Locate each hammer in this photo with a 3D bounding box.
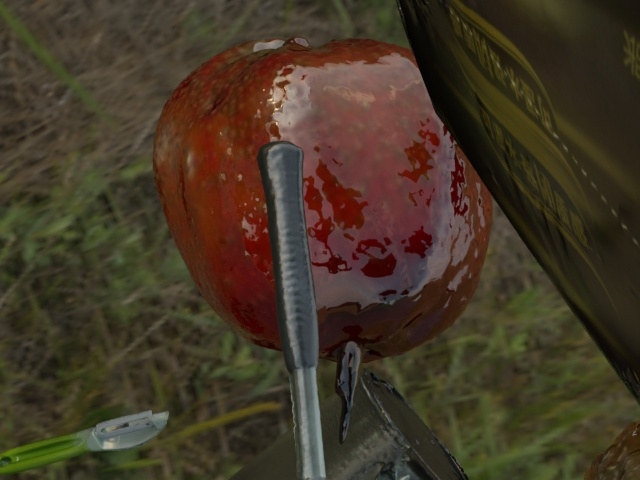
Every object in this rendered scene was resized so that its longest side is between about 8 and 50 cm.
[{"bbox_3d":[-0.007,0.058,1.048,0.103,0.029,0.246,-1,73,-9],"label":"hammer"}]

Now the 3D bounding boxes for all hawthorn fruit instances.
[{"bbox_3d":[0.000,0.000,1.335,0.254,0.254,0.300,6,82,-37],"label":"hawthorn fruit"}]

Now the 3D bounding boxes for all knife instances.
[{"bbox_3d":[-0.173,0.148,1.313,0.026,0.184,0.022,44,44,-34],"label":"knife"}]

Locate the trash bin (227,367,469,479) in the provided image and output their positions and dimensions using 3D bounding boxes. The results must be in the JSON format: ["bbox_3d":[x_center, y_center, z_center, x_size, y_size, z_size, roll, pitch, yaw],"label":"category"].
[{"bbox_3d":[-0.002,0.298,1.896,0.203,0.301,0.252,48,10,-11],"label":"trash bin"}]

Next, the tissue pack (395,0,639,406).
[{"bbox_3d":[0.144,-0.077,0.532,0.198,0.370,0.210,-24,123,-3],"label":"tissue pack"}]

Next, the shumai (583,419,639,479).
[{"bbox_3d":[0.232,0.214,0.819,0.217,0.283,0.346,-12,67,-8],"label":"shumai"}]
